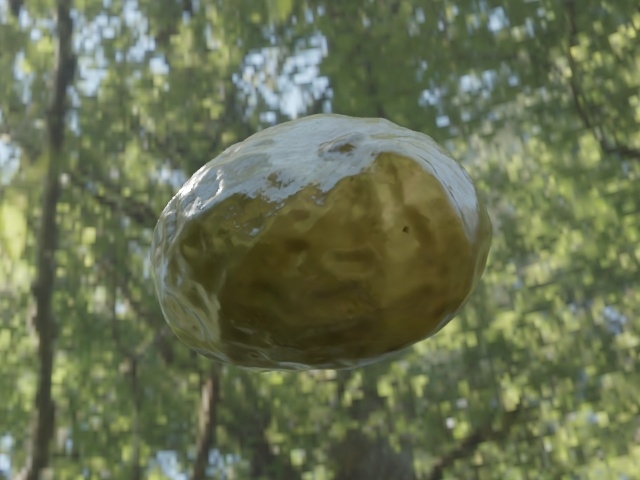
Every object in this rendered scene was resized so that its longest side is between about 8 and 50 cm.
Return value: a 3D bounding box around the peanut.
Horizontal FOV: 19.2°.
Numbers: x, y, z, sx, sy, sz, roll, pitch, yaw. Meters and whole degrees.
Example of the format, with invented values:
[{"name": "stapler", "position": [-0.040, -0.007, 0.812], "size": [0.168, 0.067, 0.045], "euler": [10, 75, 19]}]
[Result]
[{"name": "peanut", "position": [0.000, 0.000, 0.808], "size": [0.159, 0.140, 0.109], "euler": [-19, -72, 52]}]
